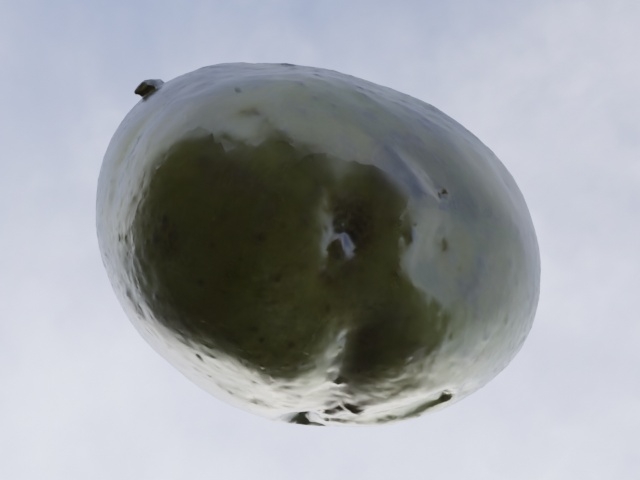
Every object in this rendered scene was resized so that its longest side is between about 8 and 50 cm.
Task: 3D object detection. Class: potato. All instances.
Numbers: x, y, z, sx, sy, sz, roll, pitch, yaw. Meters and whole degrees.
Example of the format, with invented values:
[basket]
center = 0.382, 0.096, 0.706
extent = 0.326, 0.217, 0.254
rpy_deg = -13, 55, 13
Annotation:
[potato]
center = -0.002, -0.001, 0.702
extent = 0.197, 0.228, 0.148
rpy_deg = 31, -85, -19
